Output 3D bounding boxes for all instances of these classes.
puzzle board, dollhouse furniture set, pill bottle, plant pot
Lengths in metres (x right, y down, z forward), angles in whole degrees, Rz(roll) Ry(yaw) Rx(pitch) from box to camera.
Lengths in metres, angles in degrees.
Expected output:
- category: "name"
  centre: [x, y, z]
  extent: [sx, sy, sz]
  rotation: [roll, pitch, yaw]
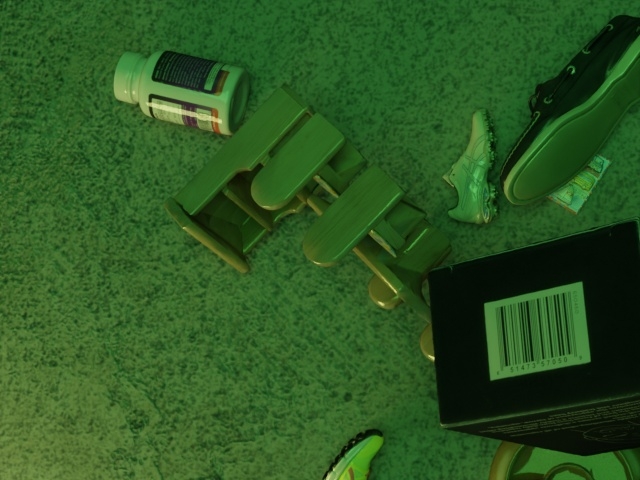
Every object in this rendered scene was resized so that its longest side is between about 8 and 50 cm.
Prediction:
- category: "puzzle board"
  centre: [0.356, -0.112, 1.950]
  extent: [0.128, 0.011, 0.096]
  rotation: [33, 92, 12]
- category: "dollhouse furniture set"
  centre: [0.000, 0.000, 1.843]
  extent: [0.256, 0.362, 0.394]
  rotation: [-46, 52, 3]
- category: "pill bottle"
  centre: [-0.216, -0.235, 2.015]
  extent: [0.193, 0.108, 0.108]
  rotation: [14, 88, 11]
- category: "plant pot"
  centre: [0.364, 0.364, 1.901]
  extent: [0.236, 0.032, 0.236]
  rotation: [-1, 85, 11]

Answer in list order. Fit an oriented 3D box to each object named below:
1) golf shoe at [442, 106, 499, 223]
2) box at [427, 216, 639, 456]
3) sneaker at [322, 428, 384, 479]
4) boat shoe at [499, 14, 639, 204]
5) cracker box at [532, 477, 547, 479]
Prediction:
- category: "golf shoe"
  centre: [0.223, -0.112, 1.948]
  extent: [0.086, 0.069, 0.176]
  rotation: [-1, 84, 16]
- category: "box"
  centre: [0.370, 0.142, 1.677]
  extent: [0.293, 0.395, 0.212]
  rotation: [-16, 68, 34]
- category: "sneaker"
  centre: [0.044, 0.377, 1.942]
  extent: [0.094, 0.081, 0.208]
  rotation: [33, 99, 4]
- category: "boat shoe"
  centre: [0.367, -0.202, 1.903]
  extent: [0.340, 0.127, 0.113]
  rotation: [-50, 51, 2]
- category: "cracker box"
  centre: [0.311, 0.469, 1.812]
  extent: [0.067, 0.156, 0.232]
  rotation: [-15, 97, 16]
